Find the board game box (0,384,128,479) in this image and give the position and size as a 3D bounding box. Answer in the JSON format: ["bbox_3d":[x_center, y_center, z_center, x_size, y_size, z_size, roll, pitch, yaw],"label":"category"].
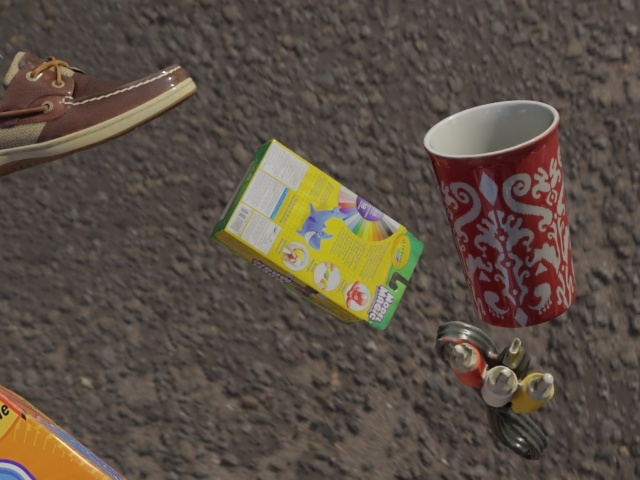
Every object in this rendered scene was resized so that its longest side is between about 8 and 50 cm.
[{"bbox_3d":[-0.265,0.360,1.105,0.356,0.356,0.356,38,78,2],"label":"board game box"}]

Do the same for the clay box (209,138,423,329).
[{"bbox_3d":[0.000,0.000,1.469,0.222,0.053,0.127,34,68,-17],"label":"clay box"}]

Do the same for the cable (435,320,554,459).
[{"bbox_3d":[0.184,0.176,1.412,0.139,0.287,0.072,21,63,18],"label":"cable"}]

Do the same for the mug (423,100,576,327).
[{"bbox_3d":[0.171,-0.028,1.120,0.113,0.169,0.150,5,31,39],"label":"mug"}]

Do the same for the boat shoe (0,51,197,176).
[{"bbox_3d":[-0.311,-0.150,1.439,0.342,0.123,0.123,-17,100,6],"label":"boat shoe"}]

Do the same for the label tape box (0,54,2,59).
[{"bbox_3d":[-0.394,-0.229,1.018,0.106,0.241,0.333,-40,29,-8],"label":"label tape box"}]
